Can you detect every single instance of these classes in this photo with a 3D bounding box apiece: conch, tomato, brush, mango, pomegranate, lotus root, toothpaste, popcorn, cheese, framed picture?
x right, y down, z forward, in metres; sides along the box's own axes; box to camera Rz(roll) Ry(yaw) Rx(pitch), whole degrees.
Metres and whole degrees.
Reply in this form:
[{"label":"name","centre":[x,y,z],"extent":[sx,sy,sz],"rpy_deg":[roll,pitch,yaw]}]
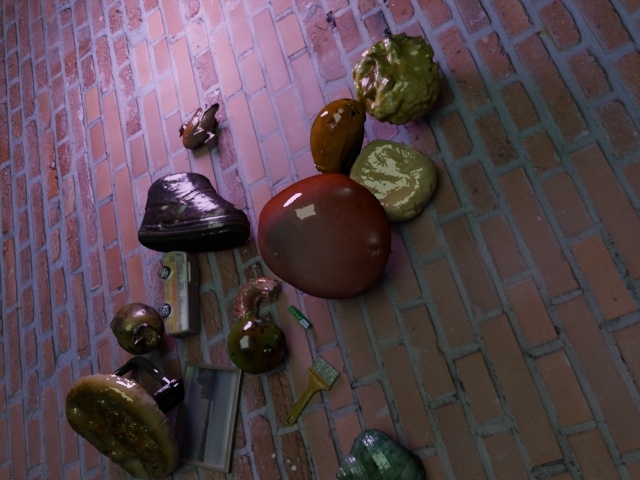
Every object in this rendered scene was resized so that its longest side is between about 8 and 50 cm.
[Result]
[{"label":"conch","centre":[0.139,0.530,1.364],"extent":[0.188,0.122,0.175],"rpy_deg":[-8,94,30]},{"label":"tomato","centre":[0.000,0.000,1.481],"extent":[0.342,0.273,0.341],"rpy_deg":[17,115,40]},{"label":"brush","centre":[-0.034,0.409,1.555],"extent":[0.083,0.011,0.205],"rpy_deg":[37,95,30]},{"label":"mango","centre":[0.046,-0.277,1.601],"extent":[0.151,0.248,0.156],"rpy_deg":[22,50,8]},{"label":"pomegranate","centre":[-0.185,0.286,1.604],"extent":[0.205,0.159,0.159],"rpy_deg":[-10,69,52]},{"label":"lotus root","centre":[-0.542,0.269,1.762],"extent":[0.278,0.154,0.153],"rpy_deg":[5,76,62]},{"label":"toothpaste","centre":[-0.056,0.212,1.619],"extent":[0.083,0.020,0.017],"rpy_deg":[42,99,31]},{"label":"popcorn","centre":[0.201,-0.430,1.545],"extent":[0.250,0.225,0.249],"rpy_deg":[-4,57,6]},{"label":"cheese","centre":[0.187,-0.153,1.543],"extent":[0.226,0.117,0.213],"rpy_deg":[28,96,27]},{"label":"framed picture","centre":[-0.326,0.500,1.682],"extent":[0.213,0.016,0.288],"rpy_deg":[-1,75,28]}]

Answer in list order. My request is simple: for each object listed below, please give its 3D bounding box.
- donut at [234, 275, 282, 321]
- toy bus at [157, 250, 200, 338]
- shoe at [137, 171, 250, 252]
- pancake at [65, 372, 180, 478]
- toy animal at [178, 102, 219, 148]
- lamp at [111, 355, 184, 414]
[{"label":"donut","centre":[-0.193,0.164,1.682],"extent":[0.117,0.065,0.166],"rpy_deg":[34,91,31]},{"label":"toy bus","centre":[-0.430,0.162,1.799],"extent":[0.106,0.092,0.267],"rpy_deg":[-12,70,16]},{"label":"shoe","centre":[-0.379,-0.094,1.800],"extent":[0.384,0.171,0.237],"rpy_deg":[-5,70,27]},{"label":"pancake","centre":[-0.558,0.531,1.641],"extent":[0.387,0.082,0.386],"rpy_deg":[13,124,20]},{"label":"toy animal","centre":[-0.405,-0.390,1.954],"extent":[0.188,0.089,0.179],"rpy_deg":[-56,46,8]},{"label":"lamp","centre":[-0.551,0.432,1.702],"extent":[0.283,0.124,0.203],"rpy_deg":[20,44,35]}]
